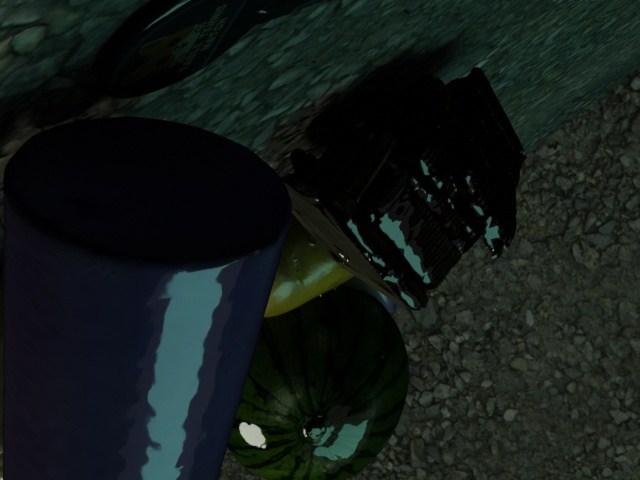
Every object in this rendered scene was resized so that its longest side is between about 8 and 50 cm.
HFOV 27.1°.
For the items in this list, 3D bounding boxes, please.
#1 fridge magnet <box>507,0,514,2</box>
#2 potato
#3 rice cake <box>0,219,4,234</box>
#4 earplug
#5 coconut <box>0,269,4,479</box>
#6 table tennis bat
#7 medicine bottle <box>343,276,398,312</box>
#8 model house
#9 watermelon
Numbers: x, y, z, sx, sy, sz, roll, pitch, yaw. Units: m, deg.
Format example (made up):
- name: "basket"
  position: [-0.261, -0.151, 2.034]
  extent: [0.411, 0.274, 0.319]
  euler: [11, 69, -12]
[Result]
- name: "fridge magnet"
  position: [0.211, -0.287, 1.240]
  extent: [0.143, 0.063, 0.143]
  euler: [25, 90, -90]
- name: "potato"
  position: [0.000, 0.000, 1.903]
  extent: [0.300, 0.140, 0.173]
  euler: [-32, 163, -27]
- name: "rice cake"
  position: [-0.364, 0.042, 0.967]
  extent: [0.298, 0.050, 0.106]
  euler: [-34, 173, -11]
- name: "earplug"
  position: [-0.163, 0.141, 1.094]
  extent: [0.215, 0.215, 0.456]
  euler: [-27, 138, -46]
- name: "coconut"
  position: [-0.233, 0.161, 1.401]
  extent: [0.297, 0.297, 0.309]
  euler: [-33, 169, -16]
- name: "table tennis bat"
  position: [-0.072, -0.171, 1.023]
  extent: [0.236, 0.027, 0.150]
  euler: [-27, 169, -35]
- name: "medicine bottle"
  position: [0.006, 0.068, 2.114]
  extent: [0.325, 0.212, 0.212]
  euler: [-36, 172, 1]
- name: "model house"
  position: [0.104, -0.104, 1.651]
  extent: [0.282, 0.297, 0.317]
  euler: [-46, 132, -5]
- name: "watermelon"
  position: [0.001, 0.244, 1.980]
  extent: [0.330, 0.331, 0.189]
  euler: [-36, -145, 10]
